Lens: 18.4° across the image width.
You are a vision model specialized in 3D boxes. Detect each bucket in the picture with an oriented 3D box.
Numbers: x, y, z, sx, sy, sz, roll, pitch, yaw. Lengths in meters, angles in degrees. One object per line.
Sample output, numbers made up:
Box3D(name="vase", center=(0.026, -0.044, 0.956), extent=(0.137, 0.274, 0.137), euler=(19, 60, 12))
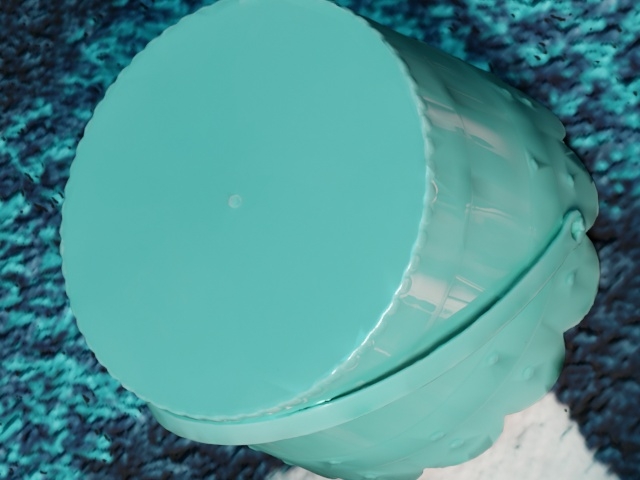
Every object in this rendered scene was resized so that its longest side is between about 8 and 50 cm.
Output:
Box3D(name="bucket", center=(0.000, 0.000, 1.124), extent=(0.281, 0.183, 0.281), euler=(-9, 73, 31))
